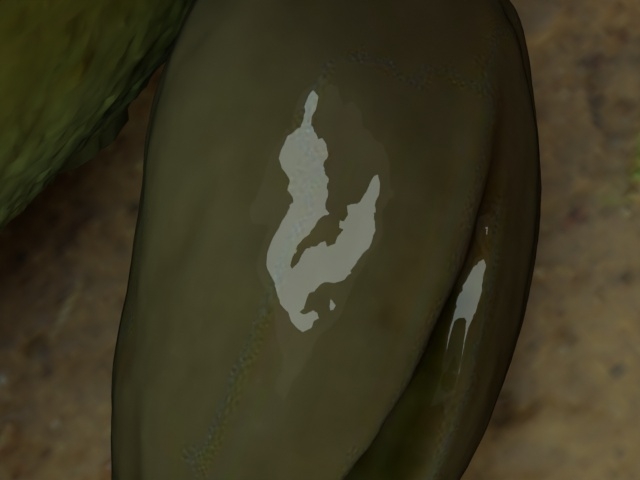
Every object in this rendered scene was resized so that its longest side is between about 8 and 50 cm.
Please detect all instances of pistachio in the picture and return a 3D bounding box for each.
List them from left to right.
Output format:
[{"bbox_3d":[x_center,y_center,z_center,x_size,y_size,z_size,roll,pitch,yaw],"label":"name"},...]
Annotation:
[{"bbox_3d":[0.000,0.000,0.561,0.135,0.136,0.226,10,77,10],"label":"pistachio"}]

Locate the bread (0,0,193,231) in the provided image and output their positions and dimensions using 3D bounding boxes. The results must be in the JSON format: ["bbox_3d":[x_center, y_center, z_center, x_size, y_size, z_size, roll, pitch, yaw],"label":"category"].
[{"bbox_3d":[-0.231,-0.063,0.505,0.395,0.239,0.264,7,44,8],"label":"bread"}]
